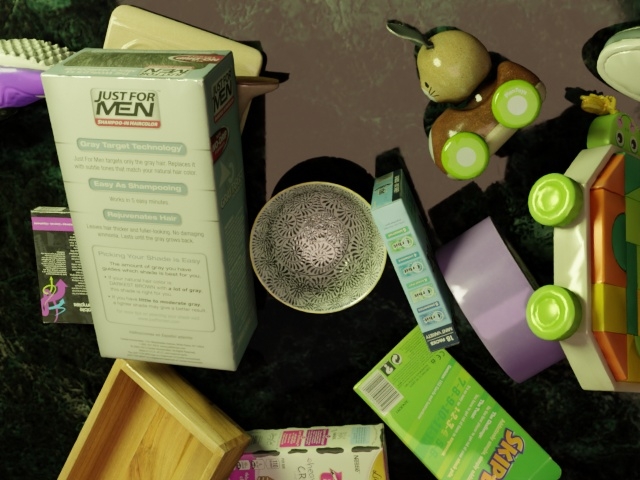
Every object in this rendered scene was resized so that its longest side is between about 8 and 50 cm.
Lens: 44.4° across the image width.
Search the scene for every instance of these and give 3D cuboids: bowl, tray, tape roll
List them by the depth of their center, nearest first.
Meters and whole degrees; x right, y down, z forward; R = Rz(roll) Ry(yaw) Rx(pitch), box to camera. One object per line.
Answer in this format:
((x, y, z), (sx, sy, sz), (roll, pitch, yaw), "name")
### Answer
((0.221, 0.070, 0.938), (0.080, 0.189, 0.189), (-34, 101, 15), "tape roll")
((0.000, 0.000, 0.994), (0.170, 0.080, 0.170), (1, 107, 5), "bowl")
((-0.274, 0.377, 1.104), (0.203, 0.076, 0.411), (36, 108, 21), "tray")

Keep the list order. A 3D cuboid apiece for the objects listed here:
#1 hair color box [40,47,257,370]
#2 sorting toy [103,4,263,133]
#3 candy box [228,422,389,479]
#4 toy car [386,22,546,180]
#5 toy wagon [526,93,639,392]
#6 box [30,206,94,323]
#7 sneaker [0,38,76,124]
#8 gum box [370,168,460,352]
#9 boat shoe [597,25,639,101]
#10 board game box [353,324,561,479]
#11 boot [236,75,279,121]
((-0.189, -0.032, 0.938), (0.185, 0.113, 0.374), (4, 120, 11), "hair color box")
((-0.189, -0.166, 0.986), (0.193, 0.038, 0.208), (19, 104, -1), "sorting toy")
((-0.019, 0.350, 1.109), (0.233, 0.071, 0.159), (-5, 106, 6), "candy box")
((0.146, -0.177, 0.896), (0.188, 0.155, 0.149), (44, 106, 1), "toy car")
((0.335, -0.005, 0.881), (0.068, 0.267, 0.344), (-7, 76, 48), "toy wagon")
((-0.325, 0.036, 1.062), (0.116, 0.029, 0.162), (2, 106, 5), "box")
((-0.426, -0.171, 0.977), (0.293, 0.102, 0.146), (3, 112, 9), "sneaker")
((0.114, 0.019, 0.949), (0.041, 0.157, 0.184), (-22, 105, 12), "gum box")
((0.481, -0.215, 0.892), (0.319, 0.116, 0.099), (5, 65, 11), "boat shoe")
((0.176, 0.245, 1.017), (0.124, 0.039, 0.259), (-44, 76, -3), "board game box")
((-0.109, -0.154, 0.947), (0.118, 0.042, 0.087), (3, 110, 3), "boot")
